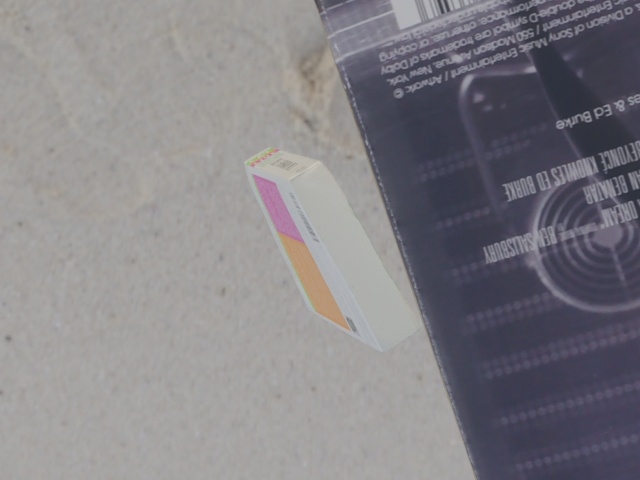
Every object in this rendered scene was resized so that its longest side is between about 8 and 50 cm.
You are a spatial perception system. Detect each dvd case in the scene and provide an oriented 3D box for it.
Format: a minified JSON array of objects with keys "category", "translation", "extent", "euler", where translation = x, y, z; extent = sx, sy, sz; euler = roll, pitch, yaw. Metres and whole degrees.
[{"category":"dvd case","translation":[0.108,0.021,0.299],"extent":[0.164,0.018,0.221],"euler":[-18,92,18]}]

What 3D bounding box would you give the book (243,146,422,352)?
[{"category":"book","translation":[0.000,0.000,0.738],"extent":[0.035,0.144,0.096],"euler":[-31,102,-7]}]
